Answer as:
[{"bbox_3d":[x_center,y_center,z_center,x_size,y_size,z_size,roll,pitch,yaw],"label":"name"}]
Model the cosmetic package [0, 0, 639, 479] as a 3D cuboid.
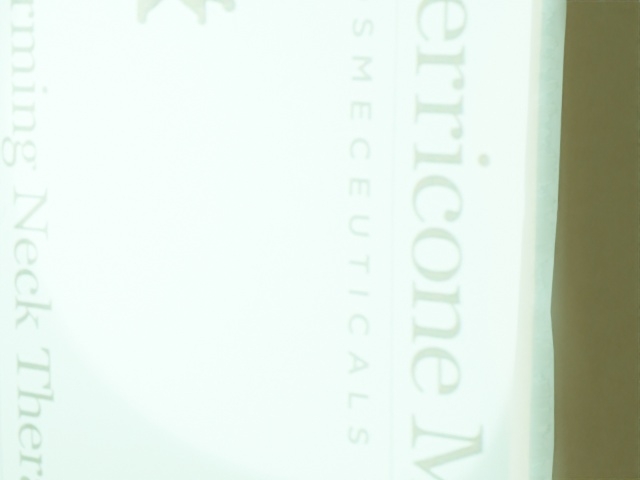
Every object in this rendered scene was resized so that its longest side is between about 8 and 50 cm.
[{"bbox_3d":[0.000,0.000,0.804,0.394,0.327,0.329,5,100,33],"label":"cosmetic package"}]
